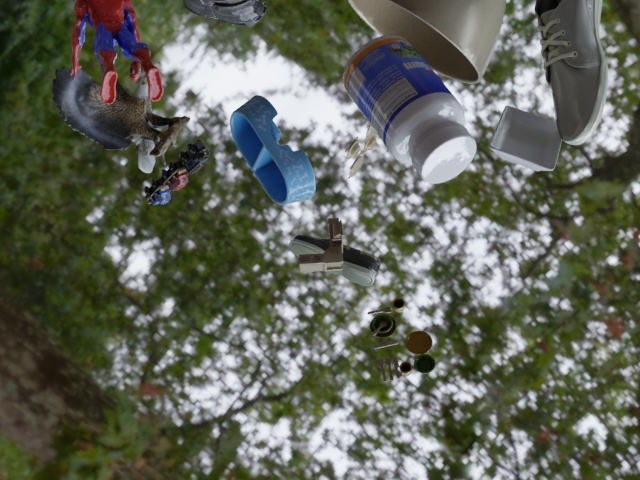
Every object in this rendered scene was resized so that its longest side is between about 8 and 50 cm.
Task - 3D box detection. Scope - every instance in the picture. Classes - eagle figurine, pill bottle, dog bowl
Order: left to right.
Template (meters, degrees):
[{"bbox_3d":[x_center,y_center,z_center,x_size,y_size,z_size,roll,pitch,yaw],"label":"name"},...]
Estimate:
[{"bbox_3d":[-0.468,-0.319,2.300,0.225,0.298,0.226,-64,-179,-9],"label":"eagle figurine"},{"bbox_3d":[-0.125,-0.216,2.382,0.074,0.297,0.166,-26,167,-27],"label":"dog bowl"},{"bbox_3d":[0.165,-0.234,1.742,0.152,0.152,0.272,-40,-124,11],"label":"pill bottle"}]

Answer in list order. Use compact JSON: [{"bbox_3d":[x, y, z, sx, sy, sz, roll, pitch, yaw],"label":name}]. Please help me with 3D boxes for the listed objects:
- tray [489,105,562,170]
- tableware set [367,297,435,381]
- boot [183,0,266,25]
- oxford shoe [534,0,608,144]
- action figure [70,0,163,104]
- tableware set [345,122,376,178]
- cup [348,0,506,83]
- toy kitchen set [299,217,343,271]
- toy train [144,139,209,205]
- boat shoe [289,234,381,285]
[{"bbox_3d":[0.452,-0.220,2.117,0.270,0.145,0.030,-56,166,-58],"label":"tray"},{"bbox_3d":[0.143,0.171,1.694,0.104,0.024,0.154,-12,-126,0],"label":"tableware set"},{"bbox_3d":[-0.272,-0.501,1.763,0.338,0.222,0.118,28,-103,17],"label":"boot"},{"bbox_3d":[0.544,-0.429,2.143,0.169,0.130,0.449,-20,-115,60],"label":"oxford shoe"},{"bbox_3d":[-0.283,-0.242,1.312,0.280,0.092,0.139,-116,-151,-46],"label":"action figure"},{"bbox_3d":[0.108,-0.240,2.461,0.141,0.020,0.168,-54,165,-20],"label":"tableware set"},{"bbox_3d":[0.257,-0.516,2.006,0.237,0.331,0.331,-56,-152,0],"label":"cup"},{"bbox_3d":[0.000,0.000,1.613,0.075,0.068,0.083,-3,-117,-3],"label":"toy kitchen set"},{"bbox_3d":[-0.196,-0.087,1.315,0.027,0.036,0.158,-31,178,-44],"label":"toy train"},{"bbox_3d":[0.036,0.036,2.364,0.081,0.228,0.068,103,12,-57],"label":"boat shoe"}]
